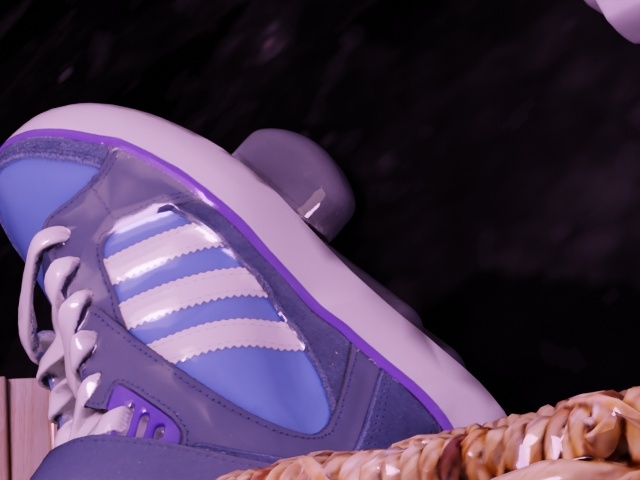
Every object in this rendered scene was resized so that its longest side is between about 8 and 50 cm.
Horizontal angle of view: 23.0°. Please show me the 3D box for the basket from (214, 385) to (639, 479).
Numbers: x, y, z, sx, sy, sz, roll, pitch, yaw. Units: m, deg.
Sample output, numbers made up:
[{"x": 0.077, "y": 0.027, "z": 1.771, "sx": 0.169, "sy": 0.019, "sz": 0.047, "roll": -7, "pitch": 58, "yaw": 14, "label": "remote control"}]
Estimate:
[{"x": 0.119, "y": 0.073, "z": 0.422, "sx": 0.299, "sy": 0.213, "sz": 0.223, "roll": -15, "pitch": 50, "yaw": 13, "label": "basket"}]

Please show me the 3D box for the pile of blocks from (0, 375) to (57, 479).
[{"x": -0.105, "y": 0.216, "z": 0.726, "sx": 0.113, "sy": 0.149, "sz": 0.362, "roll": -1, "pitch": 45, "yaw": -12, "label": "pile of blocks"}]

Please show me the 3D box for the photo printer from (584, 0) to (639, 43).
[{"x": 0.224, "y": -0.225, "z": 0.776, "sx": 0.256, "sy": 0.107, "sz": 0.307, "roll": -33, "pitch": 19, "yaw": 20, "label": "photo printer"}]

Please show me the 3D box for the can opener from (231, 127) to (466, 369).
[{"x": 0.000, "y": 0.000, "z": 0.859, "sx": 0.095, "sy": 0.076, "sz": 0.283, "roll": -48, "pitch": 33, "yaw": -4, "label": "can opener"}]

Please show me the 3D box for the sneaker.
[{"x": -0.095, "y": 0.081, "z": 0.666, "sx": 0.323, "sy": 0.130, "sz": 0.236, "roll": 37, "pitch": 49, "yaw": 24, "label": "sneaker"}]
